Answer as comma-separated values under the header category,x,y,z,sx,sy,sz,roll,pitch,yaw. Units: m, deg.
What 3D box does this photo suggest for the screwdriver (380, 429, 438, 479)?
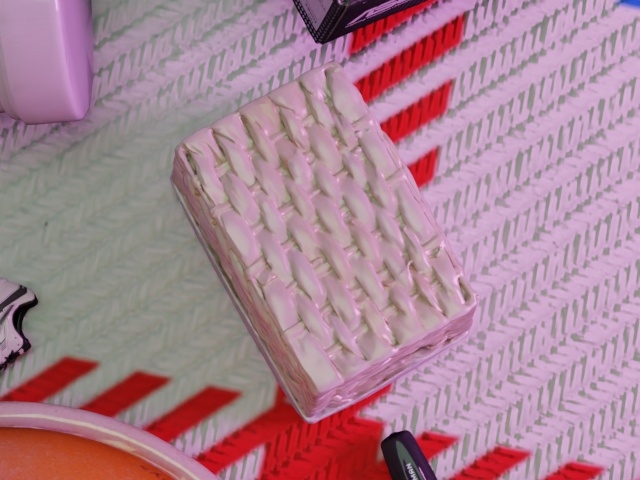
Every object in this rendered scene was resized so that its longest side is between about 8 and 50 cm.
category,x,y,z,sx,sy,sz,roll,pitch,yaw
screwdriver,0.073,0.184,0.796,0.025,0.024,0.170,-17,82,-33

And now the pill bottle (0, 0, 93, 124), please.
category,x,y,z,sx,sy,sz,roll,pitch,yaw
pill bottle,-0.269,-0.122,0.775,0.278,0.162,0.162,-3,81,-2

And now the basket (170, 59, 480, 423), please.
category,x,y,z,sx,sy,sz,roll,pitch,yaw
basket,0.000,0.000,0.784,0.113,0.103,0.167,-29,81,-6

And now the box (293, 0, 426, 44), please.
category,x,y,z,sx,sy,sz,roll,pitch,yaw
box,0.036,-0.269,0.791,0.216,0.060,0.270,-25,83,-17

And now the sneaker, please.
category,x,y,z,sx,sy,sz,roll,pitch,yaw
sneaker,-0.182,0.062,0.809,0.037,0.032,0.083,13,81,2

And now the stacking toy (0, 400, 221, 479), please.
category,x,y,z,sx,sy,sz,roll,pitch,yaw
stacking toy,-0.171,0.220,0.553,0.351,0.480,0.350,0,79,2
